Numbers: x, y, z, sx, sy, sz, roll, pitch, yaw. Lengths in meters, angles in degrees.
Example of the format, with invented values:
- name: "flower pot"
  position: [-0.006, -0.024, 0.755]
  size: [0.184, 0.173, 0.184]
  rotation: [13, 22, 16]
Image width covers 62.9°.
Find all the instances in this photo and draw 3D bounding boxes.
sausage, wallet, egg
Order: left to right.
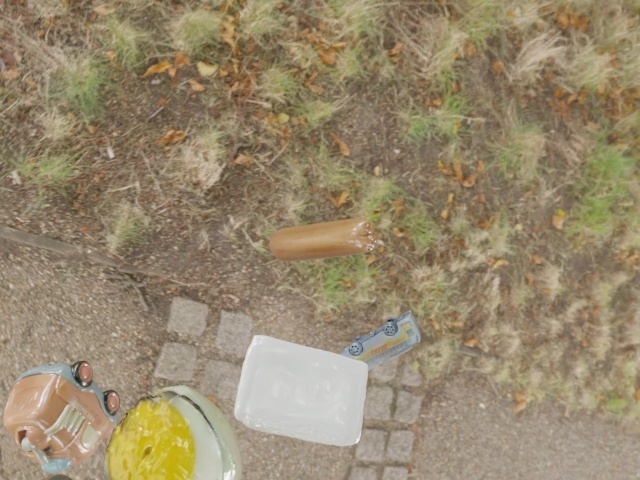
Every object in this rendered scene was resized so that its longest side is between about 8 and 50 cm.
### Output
- name: "egg"
  position: [-0.293, 0.484, 1.154]
  size: [0.201, 0.337, 0.336]
  rotation: [11, 86, -63]
- name: "wallet"
  position: [-0.023, 0.207, 0.719]
  size: [0.183, 0.032, 0.124]
  rotation: [16, 66, -13]
- name: "sausage"
  position: [0.000, 0.001, 1.227]
  size: [0.086, 0.289, 0.086]
  rotation: [16, 71, -54]

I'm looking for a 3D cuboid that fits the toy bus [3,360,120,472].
- name: "toy bus"
  position: [-0.675, 0.462, 1.357]
  size: [0.194, 0.232, 0.287]
  rotation: [-16, 124, 9]

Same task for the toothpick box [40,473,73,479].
- name: "toothpick box"
  position: [-0.532, 0.504, 0.933]
  size: [0.181, 0.111, 0.111]
  rotation: [-26, 112, 6]

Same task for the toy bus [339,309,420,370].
- name: "toy bus"
  position: [0.124, 0.223, 1.112]
  size: [0.191, 0.064, 0.075]
  rotation: [-32, 87, 13]
